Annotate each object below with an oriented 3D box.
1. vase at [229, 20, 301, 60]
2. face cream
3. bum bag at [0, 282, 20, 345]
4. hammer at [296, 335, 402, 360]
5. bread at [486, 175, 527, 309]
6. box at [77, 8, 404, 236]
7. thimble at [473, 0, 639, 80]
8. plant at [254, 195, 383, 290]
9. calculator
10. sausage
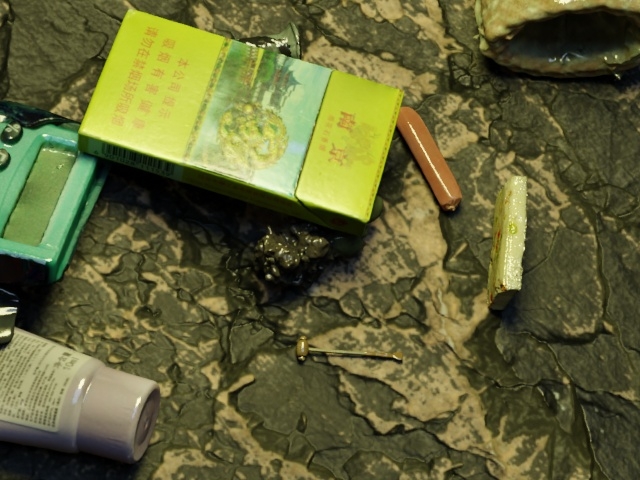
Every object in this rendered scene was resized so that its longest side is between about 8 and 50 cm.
[{"bbox_3d":[-0.107,-0.223,2.024,0.167,0.059,0.059,-10,66,-16],"label":"vase"},{"bbox_3d":[-0.310,0.158,1.783,0.273,0.096,0.154,15,61,10],"label":"face cream"},{"bbox_3d":[-0.441,0.084,1.779,0.248,0.060,0.123,-21,55,-9],"label":"bum bag"},{"bbox_3d":[0.033,0.126,1.903,0.122,0.014,0.029,6,72,-12],"label":"hammer"},{"bbox_3d":[0.216,0.002,1.969,0.028,0.068,0.154,12,63,-7],"label":"bread"},{"bbox_3d":[-0.087,-0.135,1.918,0.335,0.047,0.187,17,59,-1],"label":"box"},{"bbox_3d":[0.308,-0.294,2.064,0.229,0.196,0.148,3,64,-11],"label":"thimble"},{"bbox_3d":[0.000,0.000,1.928,0.174,0.085,0.087,-29,97,-28],"label":"plant"},{"bbox_3d":[-0.380,-0.068,1.852,0.274,0.058,0.248,15,40,-1],"label":"calculator"},{"bbox_3d":[0.128,-0.098,2.023,0.035,0.030,0.147,-21,69,-21],"label":"sausage"}]
